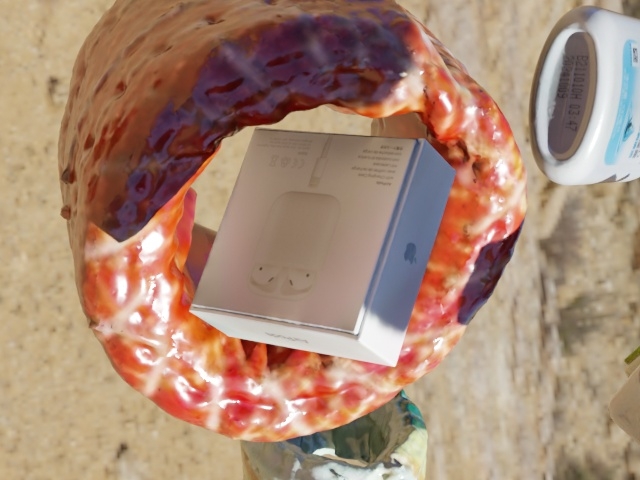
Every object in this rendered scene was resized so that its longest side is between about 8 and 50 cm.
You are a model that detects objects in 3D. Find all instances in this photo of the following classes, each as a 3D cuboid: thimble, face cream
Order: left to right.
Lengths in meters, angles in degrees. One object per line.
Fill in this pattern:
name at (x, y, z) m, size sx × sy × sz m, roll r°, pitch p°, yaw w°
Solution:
thimble at (-0.036, -0.044, 1.056) m, size 0.230 × 0.350 × 0.350 m, roll -117°, pitch -175°, yaw -61°
thimble at (0.024, 0.306, 1.904) m, size 0.254 × 0.288 × 0.167 m, roll -21°, pitch 126°, yaw -30°
face cream at (0.299, -0.136, 1.349) m, size 0.336 × 0.080 × 0.163 m, roll -5°, pitch 105°, yaw -60°

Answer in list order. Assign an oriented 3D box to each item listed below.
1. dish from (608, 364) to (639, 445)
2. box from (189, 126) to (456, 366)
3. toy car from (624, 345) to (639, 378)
dish at (0.314, 0.116, 0.924) m, size 0.234 × 0.154 × 0.064 m, roll 44°, pitch -16°, yaw 48°
box at (0.000, 0.000, 0.842) m, size 0.051 × 0.130 × 0.129 m, roll 37°, pitch 66°, yaw -50°
toy car at (0.411, 0.149, 1.201) m, size 0.248 × 0.198 × 0.204 m, roll 50°, pitch 3°, yaw 25°
